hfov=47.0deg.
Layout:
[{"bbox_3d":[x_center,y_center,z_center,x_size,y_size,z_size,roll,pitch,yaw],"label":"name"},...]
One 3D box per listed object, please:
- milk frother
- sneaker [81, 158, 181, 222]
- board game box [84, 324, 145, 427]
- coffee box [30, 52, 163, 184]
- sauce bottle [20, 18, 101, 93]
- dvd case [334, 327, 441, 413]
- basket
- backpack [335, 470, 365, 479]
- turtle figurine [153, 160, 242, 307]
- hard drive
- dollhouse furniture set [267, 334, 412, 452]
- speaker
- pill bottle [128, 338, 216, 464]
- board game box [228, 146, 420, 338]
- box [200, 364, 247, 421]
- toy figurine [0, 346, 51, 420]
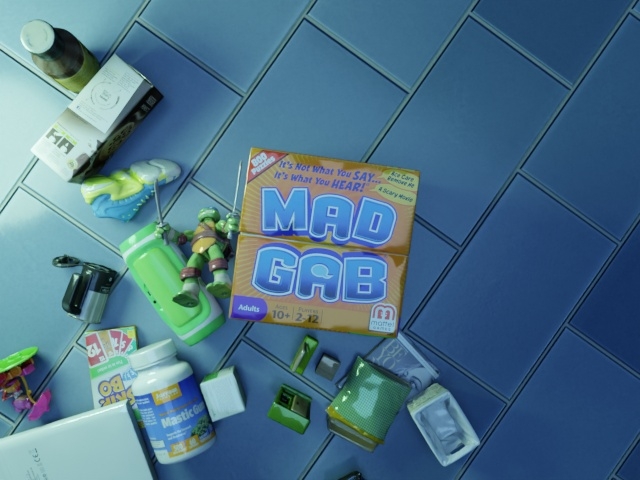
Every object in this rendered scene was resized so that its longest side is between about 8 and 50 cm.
[{"bbox_3d":[-0.590,0.115,1.794,0.143,0.129,0.135,19,90,40],"label":"milk frother"},{"bbox_3d":[-0.456,-0.119,1.803,0.240,0.091,0.126,-14,126,-16],"label":"sneaker"},{"bbox_3d":[-0.504,0.347,1.828,0.124,0.039,0.259,-7,95,-2],"label":"board game box"},{"bbox_3d":[-0.520,-0.280,1.741,0.119,0.168,0.297,41,90,-3],"label":"coffee box"},{"bbox_3d":[-0.577,-0.410,1.647,0.111,0.344,0.111,0,91,-5],"label":"sauce bottle"},{"bbox_3d":[0.172,0.352,1.870,0.221,0.018,0.164,-43,93,-1],"label":"dvd case"},{"bbox_3d":[0.299,0.451,1.828,0.113,0.103,0.167,-32,101,-3],"label":"basket"},{"bbox_3d":[0.079,0.645,1.839,0.105,0.084,0.114,-28,88,-1],"label":"backpack"},{"bbox_3d":[-0.282,-0.004,1.677,0.198,0.275,0.266,2,56,-13],"label":"turtle figurine"},{"bbox_3d":[-0.603,0.549,1.802,0.353,0.047,0.233,-17,100,0],"label":"hard drive"},{"bbox_3d":[0.055,0.386,1.781,0.301,0.151,0.197,27,97,-1],"label":"dollhouse furniture set"},{"bbox_3d":[-0.357,0.106,1.782,0.131,0.131,0.296,-35,93,-2],"label":"speaker"},{"bbox_3d":[-0.364,0.383,1.775,0.152,0.152,0.272,-20,93,-2],"label":"pill bottle"},{"bbox_3d":[0.000,0.000,1.681,0.356,0.356,0.356,7,92,-3],"label":"board game box"},{"bbox_3d":[-0.236,0.374,1.807,0.087,0.101,0.102,-18,92,-3],"label":"box"},{"bbox_3d":[-0.730,0.364,1.787,0.173,0.130,0.159,-18,103,19],"label":"toy figurine"}]
